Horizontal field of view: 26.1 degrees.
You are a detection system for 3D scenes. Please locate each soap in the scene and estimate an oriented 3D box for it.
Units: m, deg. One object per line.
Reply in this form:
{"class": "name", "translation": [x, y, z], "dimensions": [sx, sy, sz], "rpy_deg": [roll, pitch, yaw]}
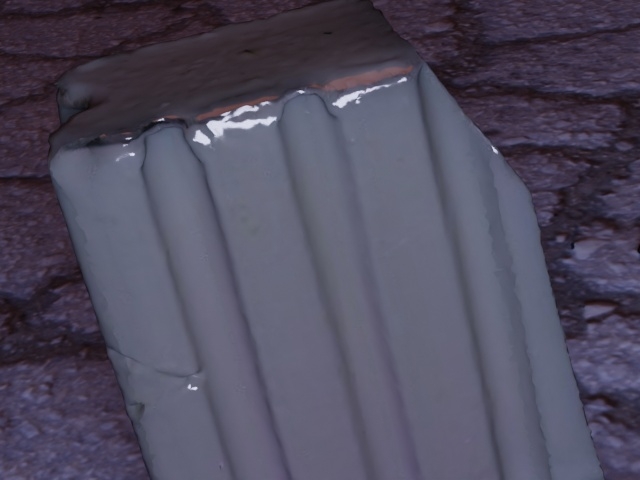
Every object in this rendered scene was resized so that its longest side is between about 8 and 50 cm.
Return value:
{"class": "soap", "translation": [0.002, 0.043, 1.116], "dimensions": [0.350, 0.435, 0.213], "rpy_deg": [-17, 25, 0]}

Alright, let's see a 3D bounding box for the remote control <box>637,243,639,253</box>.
{"class": "remote control", "translation": [0.433, -0.045, 1.502], "dimensions": [0.063, 0.025, 0.245], "rpy_deg": [21, 44, 37]}
